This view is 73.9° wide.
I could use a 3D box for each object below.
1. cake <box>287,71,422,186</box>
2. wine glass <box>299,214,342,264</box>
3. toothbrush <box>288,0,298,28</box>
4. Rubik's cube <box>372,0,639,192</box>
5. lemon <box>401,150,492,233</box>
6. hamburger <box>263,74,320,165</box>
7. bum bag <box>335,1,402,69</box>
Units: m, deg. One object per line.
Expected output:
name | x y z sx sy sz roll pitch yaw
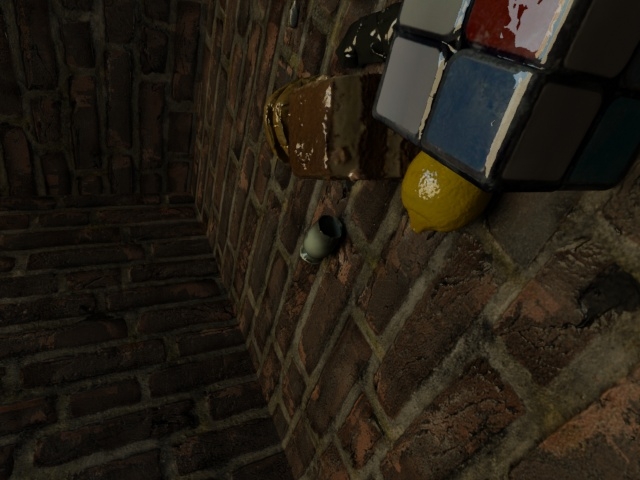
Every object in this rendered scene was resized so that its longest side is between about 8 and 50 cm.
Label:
cake | 0.086 -0.287 1.109 0.256 0.291 0.281 10 101 59
wine glass | 0.000 0.000 1.492 0.204 0.111 0.111 -54 48 52
toothbrush | -0.082 -0.999 1.548 0.042 0.035 0.413 48 135 52
Rubik's cube | 0.315 -0.276 0.656 0.316 0.319 0.313 50 135 45
lemon | 0.270 -0.119 0.908 0.244 0.187 0.187 -52 41 9
hamburger | -0.048 -0.378 1.349 0.145 0.283 0.259 21 134 48
bum bag | 0.131 -0.554 1.190 0.326 0.080 0.142 21 109 60
